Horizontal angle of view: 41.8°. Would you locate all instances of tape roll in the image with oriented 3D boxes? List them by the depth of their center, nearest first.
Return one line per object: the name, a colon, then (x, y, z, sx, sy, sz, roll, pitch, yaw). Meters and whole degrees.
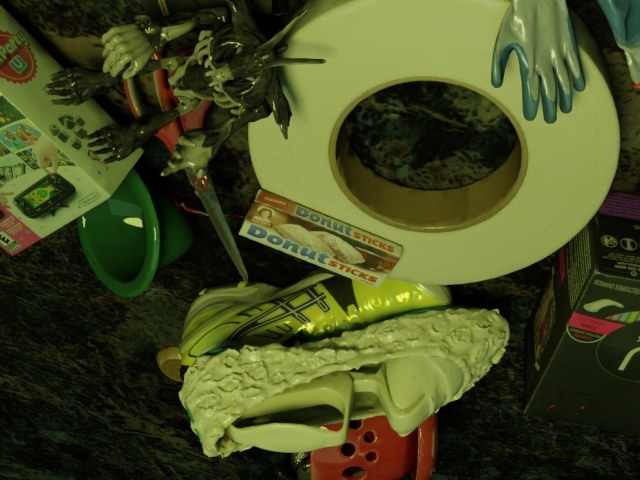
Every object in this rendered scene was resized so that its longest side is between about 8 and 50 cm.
tape roll: (0.115, -0.106, 0.897, 0.392, 0.072, 0.392, 6, 135, 6)

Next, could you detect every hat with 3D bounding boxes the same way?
hat: (-0.182, -0.023, 1.075, 0.208, 0.183, 0.173, 46, 128, 28)

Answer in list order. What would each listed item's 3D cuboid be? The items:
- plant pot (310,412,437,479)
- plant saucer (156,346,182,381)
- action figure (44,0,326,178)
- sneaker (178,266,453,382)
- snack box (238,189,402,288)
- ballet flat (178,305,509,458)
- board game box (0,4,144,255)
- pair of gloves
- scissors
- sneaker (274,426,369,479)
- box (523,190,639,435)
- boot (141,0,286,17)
plant pot: (0.073, 0.254, 1.184, 0.174, 0.191, 0.191, -1, 134, 2)
plant saucer: (-0.218, 0.198, 1.310, 0.083, 0.015, 0.083, 7, 135, 7)
action figure: (-0.135, -0.142, 0.804, 0.275, 0.141, 0.164, -11, 115, 36)
sneaker: (-0.010, 0.128, 1.101, 0.384, 0.147, 0.145, -14, 128, 22)
snack box: (0.000, 0.000, 0.961, 0.178, 0.022, 0.064, 22, 137, -9)
ballet flat: (0.040, 0.183, 0.994, 0.409, 0.147, 0.147, -10, 134, -6)
board game box: (-0.383, -0.141, 0.928, 0.224, 0.097, 0.303, -24, 120, 38)
pair of gloves: (0.237, -0.194, 0.741, 0.198, 0.023, 0.159, -18, 107, -7)
scissors: (-0.151, -0.082, 0.958, 0.109, 0.021, 0.297, -3, 116, 9)
sneaker: (0.031, 0.345, 1.339, 0.135, 0.098, 0.276, 36, 132, -25)
box: (0.352, 0.092, 0.987, 0.165, 0.143, 0.270, 10, 136, 3)
boot: (-0.108, -0.291, 0.772, 0.137, 0.077, 0.198, 1, 147, 5)
